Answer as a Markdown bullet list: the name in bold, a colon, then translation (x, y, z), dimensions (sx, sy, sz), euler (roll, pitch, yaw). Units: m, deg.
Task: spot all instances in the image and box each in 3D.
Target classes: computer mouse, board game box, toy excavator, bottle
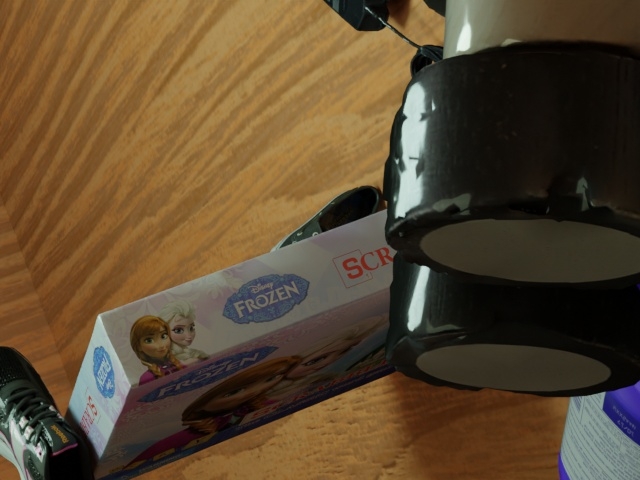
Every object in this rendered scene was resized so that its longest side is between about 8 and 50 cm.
- **computer mouse**: translation (0.060, -0.176, 1.476), dimensions (0.242, 0.041, 0.071), euler (48, 149, 33)
- **board game box**: translation (-0.045, 0.087, 1.564), dimensions (0.066, 0.318, 0.318), euler (64, 160, 15)
- **toy excavator**: translation (0.248, -0.090, 0.641), dimensions (0.433, 0.445, 0.222), euler (82, -169, -72)
- **bottle**: translation (0.215, 0.154, 1.275), dimensions (0.118, 0.092, 0.283), euler (54, 154, 39)

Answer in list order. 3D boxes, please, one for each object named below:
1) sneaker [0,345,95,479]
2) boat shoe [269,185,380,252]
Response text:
- **sneaker**: translation (-0.223, 0.161, 1.555), dimensions (0.178, 0.072, 0.077), euler (59, 146, 5)
- **boat shoe**: translation (0.000, 0.000, 1.637), dimensions (0.049, 0.142, 0.040), euler (45, 150, -4)
